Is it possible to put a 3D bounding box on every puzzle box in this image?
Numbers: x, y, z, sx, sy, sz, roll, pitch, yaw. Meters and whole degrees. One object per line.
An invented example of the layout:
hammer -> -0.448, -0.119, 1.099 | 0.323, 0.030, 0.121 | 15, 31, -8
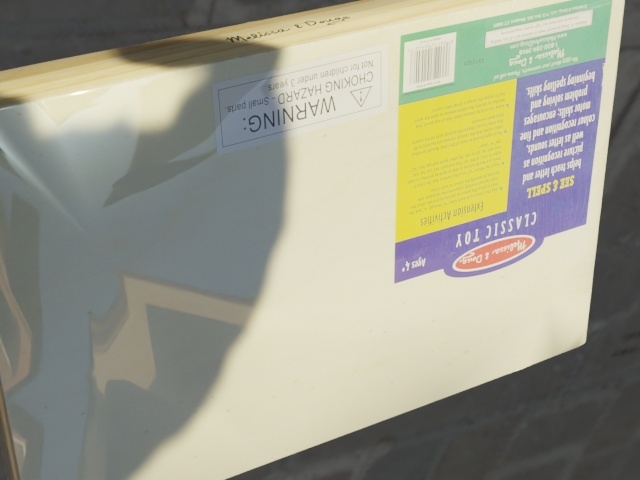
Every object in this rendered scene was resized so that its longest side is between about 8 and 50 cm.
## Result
puzzle box -> 0.000, 0.000, 0.680 | 0.408, 0.052, 0.272 | -16, 122, -25
